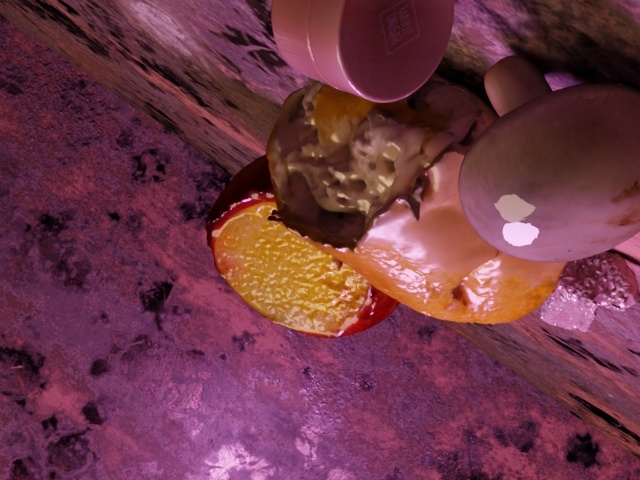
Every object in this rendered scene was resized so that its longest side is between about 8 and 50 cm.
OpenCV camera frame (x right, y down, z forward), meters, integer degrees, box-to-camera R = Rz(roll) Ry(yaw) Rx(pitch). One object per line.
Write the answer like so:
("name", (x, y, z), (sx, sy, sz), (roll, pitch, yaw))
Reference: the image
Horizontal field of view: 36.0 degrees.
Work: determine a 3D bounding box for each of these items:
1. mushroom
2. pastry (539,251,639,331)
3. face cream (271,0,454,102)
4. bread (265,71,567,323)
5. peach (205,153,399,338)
("mushroom", (0.224, -0.090, 0.950), (0.207, 0.207, 0.215), (44, -157, -53))
("pastry", (0.388, 0.074, 1.481), (0.112, 0.103, 0.265), (17, 166, 3))
("face cream", (0.041, -0.216, 0.944), (0.104, 0.149, 0.149), (30, 172, 44))
("bread", (0.138, -0.036, 1.301), (0.394, 0.250, 0.361), (39, 173, -38))
("peach", (-0.003, -0.012, 1.895), (0.406, 0.310, 0.335), (19, 129, 26))
